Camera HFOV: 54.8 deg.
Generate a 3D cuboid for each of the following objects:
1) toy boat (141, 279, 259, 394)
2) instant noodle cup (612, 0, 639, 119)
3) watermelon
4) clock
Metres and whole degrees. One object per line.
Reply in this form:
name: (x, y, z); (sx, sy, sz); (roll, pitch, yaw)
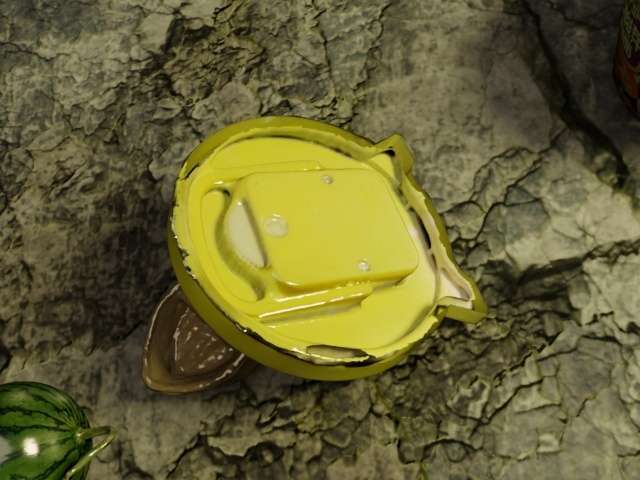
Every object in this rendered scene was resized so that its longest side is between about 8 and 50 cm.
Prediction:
toy boat: (-0.103, 0.084, 0.641); (0.116, 0.061, 0.188); (40, 82, 22)
instant noodle cup: (0.398, -0.213, 0.573); (0.251, 0.190, 0.251); (-4, 69, 11)
watermelon: (-0.278, 0.204, 0.593); (0.187, 0.141, 0.141); (-13, 66, 4)
clock: (-0.003, 0.002, 0.594); (0.293, 0.071, 0.277); (1, 56, -26)
